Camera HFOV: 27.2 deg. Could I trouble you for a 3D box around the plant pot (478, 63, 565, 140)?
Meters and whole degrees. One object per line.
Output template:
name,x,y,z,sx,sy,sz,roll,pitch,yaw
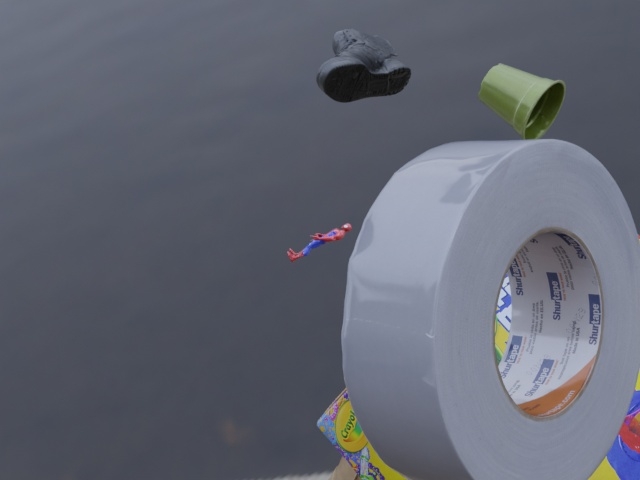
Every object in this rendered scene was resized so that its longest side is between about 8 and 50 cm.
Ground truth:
plant pot,0.230,-0.167,1.546,0.079,0.083,0.083,34,66,26

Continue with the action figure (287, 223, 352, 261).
action figure,0.000,0.000,2.202,0.115,0.030,0.038,-23,3,11

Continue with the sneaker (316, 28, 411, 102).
sneaker,0.035,-0.196,1.451,0.170,0.051,0.089,-8,43,-48

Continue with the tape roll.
tape roll,0.111,0.048,0.803,0.072,0.219,0.219,3,47,45

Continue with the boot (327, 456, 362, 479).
boot,0.093,0.365,1.911,0.089,0.269,0.236,-7,45,-40

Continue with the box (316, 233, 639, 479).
box,0.208,0.156,1.116,0.279,0.177,0.290,48,45,12
